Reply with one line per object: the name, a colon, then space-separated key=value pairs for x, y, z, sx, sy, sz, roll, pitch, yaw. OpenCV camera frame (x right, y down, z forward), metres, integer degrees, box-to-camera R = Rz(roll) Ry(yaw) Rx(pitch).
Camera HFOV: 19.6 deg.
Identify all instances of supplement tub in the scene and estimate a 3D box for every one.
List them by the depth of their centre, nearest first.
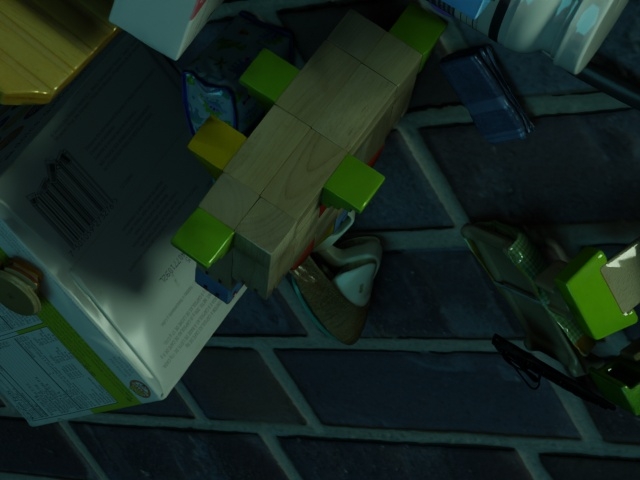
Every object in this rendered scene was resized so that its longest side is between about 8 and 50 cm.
supplement tub: x=0.168 y=-0.297 z=1.744 sx=0.272 sy=0.191 sz=0.191 roll=32 pitch=146 yaw=9

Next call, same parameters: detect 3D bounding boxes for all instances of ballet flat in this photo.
ballet flat: x=0.000 y=0.000 z=2.326 sx=0.124 sy=0.116 sz=0.342 roll=-20 pitch=124 yaw=25

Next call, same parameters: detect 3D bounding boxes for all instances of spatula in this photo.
spatula: x=0.244 y=-0.202 z=1.929 sx=0.296 sy=0.030 sz=0.084 roll=33 pitch=147 yaw=7

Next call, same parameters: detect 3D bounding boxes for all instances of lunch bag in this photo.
lunch bag: x=-0.094 y=-0.169 z=2.190 sx=0.096 sy=0.129 sz=0.151 roll=28 pitch=144 yaw=21

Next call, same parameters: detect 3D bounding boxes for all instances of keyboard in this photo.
keyboard: x=0.273 y=0.169 z=2.251 sx=0.192 sy=0.038 sz=0.100 roll=32 pitch=180 yaw=-41

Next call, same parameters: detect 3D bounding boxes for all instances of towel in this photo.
towel: x=0.183 y=-0.160 z=2.035 sx=0.067 sy=0.029 sz=0.119 roll=-8 pitch=126 yaw=47

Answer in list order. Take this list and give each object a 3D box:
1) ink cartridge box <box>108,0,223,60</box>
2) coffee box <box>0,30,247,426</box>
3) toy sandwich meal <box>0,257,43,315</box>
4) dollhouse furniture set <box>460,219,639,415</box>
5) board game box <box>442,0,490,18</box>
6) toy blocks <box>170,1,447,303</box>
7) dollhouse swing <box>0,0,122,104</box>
ink cartridge box: x=-0.119 y=-0.321 z=1.956 sx=0.092 sy=0.218 sz=0.158 roll=31 pitch=146 yaw=0
coffee box: x=-0.308 y=-0.008 z=2.387 sx=0.338 sy=0.338 sz=0.334 roll=49 pitch=144 yaw=-18
toy sandwich meal: x=-0.358 y=0.054 z=2.183 sx=0.085 sy=0.029 sz=0.085 roll=24 pitch=147 yaw=17
dollhouse furniture set: x=0.315 y=0.048 z=2.124 sx=0.198 sy=0.151 sz=0.301 roll=59 pitch=170 yaw=-18
board game box: x=0.206 y=-0.363 z=1.522 sx=0.064 sy=0.316 sz=0.242 roll=33 pitch=146 yaw=8
toy blocks: x=-0.018 y=-0.073 z=2.071 sx=0.190 sy=0.381 sz=0.261 roll=34 pitch=161 yaw=8
dollhouse swing: x=-0.345 y=-0.379 z=1.978 sx=0.305 sy=0.347 sz=0.315 roll=30 pitch=145 yaw=13
